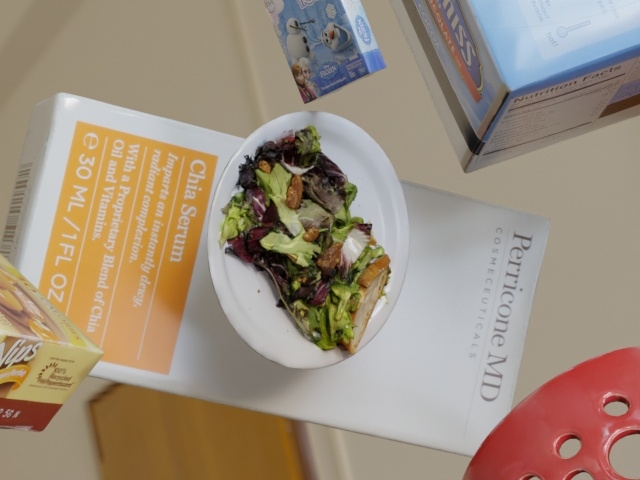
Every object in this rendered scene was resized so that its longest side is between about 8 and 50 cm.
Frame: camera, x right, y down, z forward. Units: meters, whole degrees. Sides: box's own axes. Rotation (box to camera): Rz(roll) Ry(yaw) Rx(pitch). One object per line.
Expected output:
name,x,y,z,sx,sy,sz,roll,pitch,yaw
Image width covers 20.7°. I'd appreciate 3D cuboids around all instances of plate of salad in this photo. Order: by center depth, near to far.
plate of salad,0.000,0.000,1.343,0.200,0.200,0.048,-3,3,-38

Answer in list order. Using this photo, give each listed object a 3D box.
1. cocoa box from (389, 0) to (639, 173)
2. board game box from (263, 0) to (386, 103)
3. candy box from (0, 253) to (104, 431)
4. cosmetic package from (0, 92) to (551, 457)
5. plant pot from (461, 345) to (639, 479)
cocoa box,0.172,-0.272,1.449,0.231,0.347,0.228,-20,-12,-9
board game box,0.002,-0.156,1.307,0.020,0.090,0.090,-22,1,-35
candy box,-0.324,0.006,1.286,0.087,0.316,0.183,-51,-20,4
cosmetic package,-0.050,0.037,1.546,0.453,0.230,0.161,13,-4,-17
plant pot,0.202,0.186,1.062,0.191,0.174,0.191,-15,-48,-18
